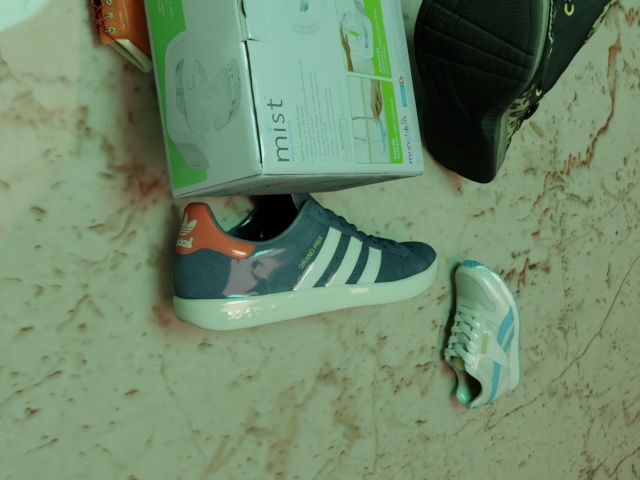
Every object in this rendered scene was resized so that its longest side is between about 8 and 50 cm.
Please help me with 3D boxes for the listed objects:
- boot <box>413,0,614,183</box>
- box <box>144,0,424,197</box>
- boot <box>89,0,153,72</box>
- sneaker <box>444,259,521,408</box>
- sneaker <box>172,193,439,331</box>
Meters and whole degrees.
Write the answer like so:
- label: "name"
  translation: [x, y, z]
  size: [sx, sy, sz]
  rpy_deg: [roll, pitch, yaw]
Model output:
- label: "boot"
  translation: [0.242, -0.263, 0.839]
  size: [0.284, 0.138, 0.377]
  rpy_deg: [-51, 157, -18]
- label: "box"
  translation: [-0.029, -0.178, 0.668]
  size: [0.231, 0.126, 0.262]
  rpy_deg: [-8, 90, -48]
- label: "boot"
  translation: [-0.189, -0.226, 0.660]
  size: [0.085, 0.059, 0.158]
  rpy_deg: [-52, 127, -7]
- label: "sneaker"
  translation: [0.226, 0.137, 1.033]
  size: [0.092, 0.087, 0.229]
  rpy_deg: [-25, 114, -26]
- label: "sneaker"
  translation: [0.000, 0.000, 0.813]
  size: [0.350, 0.131, 0.148]
  rpy_deg: [-8, 97, -39]
